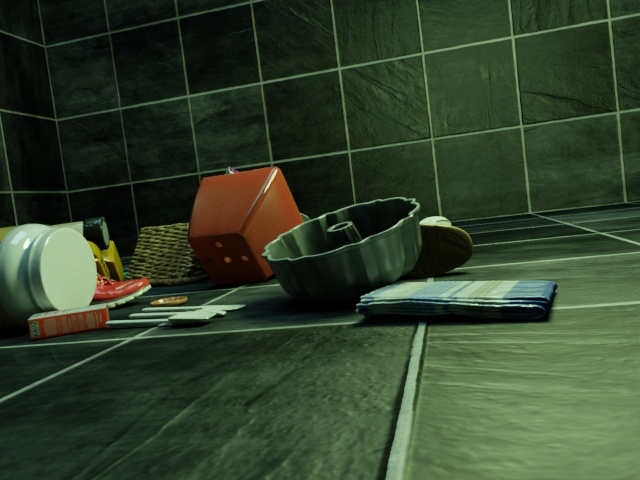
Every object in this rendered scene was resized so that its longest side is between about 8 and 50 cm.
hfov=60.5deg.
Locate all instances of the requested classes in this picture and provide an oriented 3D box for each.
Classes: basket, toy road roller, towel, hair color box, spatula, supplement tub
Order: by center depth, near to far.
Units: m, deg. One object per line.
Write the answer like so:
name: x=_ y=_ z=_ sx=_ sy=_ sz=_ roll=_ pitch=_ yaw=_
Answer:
towel: x=0.221 y=0.092 z=0.879 sx=0.285 sy=0.034 sz=0.209 roll=-3 pitch=3 yaw=26
spatula: x=-0.293 y=0.145 z=1.093 sx=0.242 sy=0.019 sz=0.168 roll=-4 pitch=5 yaw=19
hair color box: x=-0.499 y=0.160 z=1.096 sx=0.141 sy=0.043 sz=0.072 roll=-7 pitch=3 yaw=-18
supplement tub: x=-0.692 y=0.084 z=1.214 sx=0.317 sy=0.228 sz=0.228 roll=-7 pitch=4 yaw=10
toy road roller: x=-0.687 y=0.104 z=1.547 sx=0.203 sy=0.240 sz=0.329 roll=-8 pitch=-34 yaw=-11
basket: x=-0.472 y=0.086 z=1.848 sx=0.300 sy=0.222 sz=0.213 roll=-5 pitch=-29 yaw=30

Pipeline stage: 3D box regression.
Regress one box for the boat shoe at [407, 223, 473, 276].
boat shoe: x=0.180 y=0.026 z=1.288 sx=0.342 sy=0.121 sz=0.110 roll=-7 pitch=4 yaw=14

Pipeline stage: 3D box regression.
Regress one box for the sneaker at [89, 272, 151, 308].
sneaker: x=-0.568 y=0.114 z=1.360 sx=0.279 sy=0.118 sz=0.107 roll=-8 pitch=4 yaw=-8

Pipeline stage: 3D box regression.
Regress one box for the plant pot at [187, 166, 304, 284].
plant pot: x=-0.223 y=-0.021 z=1.572 sx=0.268 sy=0.267 sz=0.235 roll=-6 pitch=39 yaw=23

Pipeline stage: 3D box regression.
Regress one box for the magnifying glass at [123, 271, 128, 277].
magnifying glass: x=-0.733 y=0.135 z=2.112 sx=0.231 sy=0.026 sz=0.092 roll=-4 pitch=5 yaw=35

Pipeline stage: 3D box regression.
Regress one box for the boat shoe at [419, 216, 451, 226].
boat shoe: x=0.364 y=-0.016 z=1.864 sx=0.277 sy=0.098 sz=0.096 roll=-21 pitch=11 yaw=-34

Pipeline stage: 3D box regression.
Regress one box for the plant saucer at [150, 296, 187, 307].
plant saucer: x=-0.354 y=0.146 z=1.284 sx=0.084 sy=0.013 sz=0.083 roll=-7 pitch=3 yaw=0

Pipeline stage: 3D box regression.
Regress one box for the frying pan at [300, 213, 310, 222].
frying pan: x=-0.108 y=-0.050 z=1.770 sx=0.197 sy=0.053 sz=0.326 roll=-22 pitch=-36 yaw=-21

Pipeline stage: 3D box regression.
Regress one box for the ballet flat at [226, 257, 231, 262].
ballet flat: x=-0.258 y=0.078 z=1.756 sx=0.074 sy=0.074 sz=0.203 roll=-5 pitch=2 yaw=32

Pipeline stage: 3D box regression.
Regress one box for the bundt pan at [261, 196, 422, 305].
bundt pan: x=0.056 y=0.026 z=1.109 sx=0.331 sy=0.124 sz=0.331 roll=-18 pitch=15 yaw=5

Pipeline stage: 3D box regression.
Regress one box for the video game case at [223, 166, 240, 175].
video game case: x=-0.245 y=-0.095 z=1.746 sx=0.232 sy=0.210 sz=0.041 roll=26 pitch=23 yaw=-27
